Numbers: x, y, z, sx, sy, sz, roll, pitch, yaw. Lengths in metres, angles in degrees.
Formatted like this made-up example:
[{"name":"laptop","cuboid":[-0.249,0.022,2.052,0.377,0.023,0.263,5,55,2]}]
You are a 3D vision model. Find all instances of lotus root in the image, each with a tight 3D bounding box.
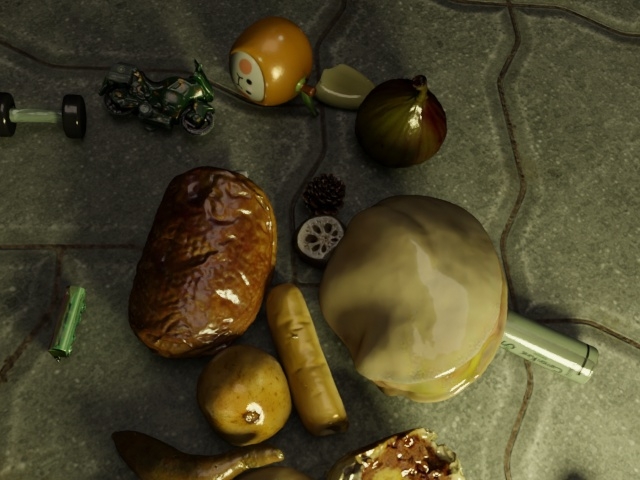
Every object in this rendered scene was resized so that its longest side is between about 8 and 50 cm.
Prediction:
[{"name":"lotus root","cuboid":[-0.002,-0.002,1.487,0.122,0.081,0.112,-40,81,-3]}]

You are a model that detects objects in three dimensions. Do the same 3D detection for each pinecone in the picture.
[{"name":"pinecone","cuboid":[0.008,-0.101,1.540,0.102,0.109,0.102,4,59,-7]}]

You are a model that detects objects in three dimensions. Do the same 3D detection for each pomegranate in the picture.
[{"name":"pomegranate","cuboid":[-0.146,0.285,1.281,0.196,0.196,0.196,4,62,-7]}]

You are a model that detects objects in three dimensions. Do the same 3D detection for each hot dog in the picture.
[{"name":"hot dog","cuboid":[-0.234,0.048,1.367,0.267,0.174,0.387,12,76,12]}]

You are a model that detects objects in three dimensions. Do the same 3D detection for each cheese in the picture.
[{"name":"cheese","cuboid":[0.115,-0.367,1.737,0.256,0.050,0.127,19,59,-1]}]

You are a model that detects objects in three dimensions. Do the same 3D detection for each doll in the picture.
[{"name":"doll","cuboid":[-0.091,-0.406,1.630,0.236,0.213,0.213,37,63,8]}]

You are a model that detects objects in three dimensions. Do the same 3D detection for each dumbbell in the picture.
[{"name":"dumbbell","cuboid":[-0.628,-0.279,1.537,0.191,0.100,0.100,1,62,-10]}]

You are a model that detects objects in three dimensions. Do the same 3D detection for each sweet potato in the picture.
[{"name":"sweet potato","cuboid":[-0.236,0.383,1.191,0.346,0.079,0.108,0,43,18]}]

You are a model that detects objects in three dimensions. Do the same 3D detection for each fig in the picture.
[{"name":"fig","cuboid":[0.199,-0.283,1.550,0.217,0.321,0.216,1,81,-7]}]

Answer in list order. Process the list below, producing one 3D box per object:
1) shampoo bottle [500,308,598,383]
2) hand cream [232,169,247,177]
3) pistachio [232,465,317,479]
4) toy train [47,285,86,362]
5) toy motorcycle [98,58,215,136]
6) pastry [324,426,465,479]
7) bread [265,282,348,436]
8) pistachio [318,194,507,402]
[{"name":"shampoo bottle","cuboid":[0.448,0.212,1.459,0.263,0.085,0.085,24,61,4]},{"name":"hand cream","cuboid":[-0.176,-0.043,1.513,0.080,0.048,0.255,-15,67,-1]},{"name":"pistachio","cuboid":[-0.126,0.491,1.165,0.293,0.181,0.162,-27,94,-23]},{"name":"toy train","cuboid":[-0.491,0.163,1.339,0.038,0.071,0.147,9,61,-5]},{"name":"toy motorcycle","cuboid":[-0.368,-0.349,1.608,0.275,0.124,0.187,14,70,-2]},{"name":"pastry","cuboid":[0.125,0.469,1.232,0.256,0.170,0.236,-15,86,-26]},{"name":"bread","cuboid":[-0.033,0.233,1.341,0.091,0.142,0.305,-21,67,1]},{"name":"pistachio","cuboid":[0.178,0.099,1.365,0.366,0.281,0.445,-14,54,17]}]
